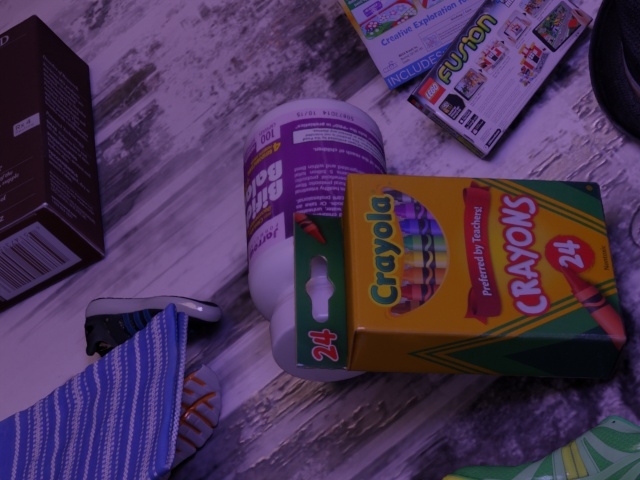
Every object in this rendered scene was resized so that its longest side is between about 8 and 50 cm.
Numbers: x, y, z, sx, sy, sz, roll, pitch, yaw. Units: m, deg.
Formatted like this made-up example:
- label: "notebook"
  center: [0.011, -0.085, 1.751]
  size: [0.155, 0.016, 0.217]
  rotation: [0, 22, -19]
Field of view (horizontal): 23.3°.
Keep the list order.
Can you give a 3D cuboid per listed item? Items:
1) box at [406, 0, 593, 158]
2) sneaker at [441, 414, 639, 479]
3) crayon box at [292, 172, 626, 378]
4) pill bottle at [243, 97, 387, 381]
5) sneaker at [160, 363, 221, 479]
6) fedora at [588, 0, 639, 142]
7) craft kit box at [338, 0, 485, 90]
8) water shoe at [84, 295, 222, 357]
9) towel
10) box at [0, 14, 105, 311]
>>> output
- label: "box"
  center: [0.208, -0.209, 1.789]
  size: [0.114, 0.036, 0.207]
  rotation: [39, 82, 0]
- label: "sneaker"
  center: [0.255, 0.235, 1.449]
  size: [0.295, 0.109, 0.123]
  rotation: [-7, 32, 33]
- label: "crayon box"
  center: [0.133, 0.035, 1.561]
  size: [0.318, 0.081, 0.202]
  rotation: [1, 53, -5]
- label: "pill bottle"
  center: [0.000, 0.000, 1.732]
  size: [0.169, 0.169, 0.301]
  rotation: [-22, 48, 20]
- label: "sneaker"
  center: [-0.196, 0.228, 1.763]
  size: [0.083, 0.084, 0.215]
  rotation: [26, 77, 48]
- label: "fedora"
  center: [0.407, -0.259, 1.653]
  size: [0.334, 0.152, 0.334]
  rotation: [-19, 50, 23]
- label: "craft kit box"
  center: [0.129, -0.345, 1.849]
  size: [0.250, 0.246, 0.061]
  rotation: [-27, 20, 15]
- label: "water shoe"
  center: [-0.201, 0.111, 1.874]
  size: [0.203, 0.073, 0.080]
  rotation: [-3, 79, 38]
- label: "towel"
  center: [-0.280, 0.236, 1.766]
  size: [0.336, 0.040, 0.243]
  rotation: [-35, 35, 29]
- label: "box"
  center: [-0.418, -0.111, 2.126]
  size: [0.191, 0.143, 0.381]
  rotation: [-27, 45, 16]
